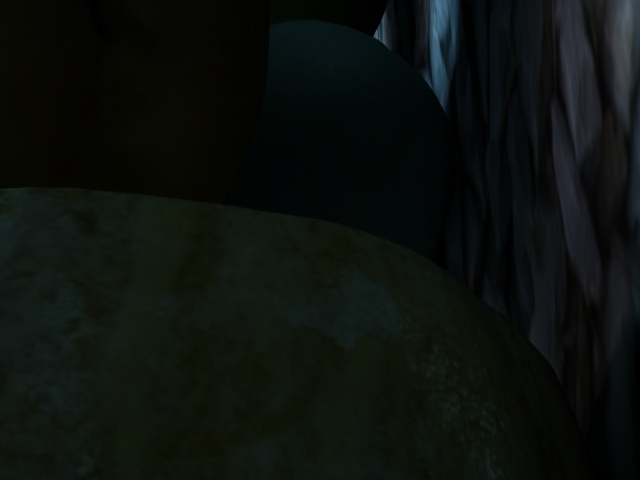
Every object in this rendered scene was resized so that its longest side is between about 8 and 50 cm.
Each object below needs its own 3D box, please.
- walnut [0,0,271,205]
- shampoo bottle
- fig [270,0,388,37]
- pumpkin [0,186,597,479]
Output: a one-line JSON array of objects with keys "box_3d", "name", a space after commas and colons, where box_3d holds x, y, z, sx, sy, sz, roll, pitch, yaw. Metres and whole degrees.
[{"box_3d": [-0.197, -0.080, 0.768, 0.383, 0.383, 0.384, 177, 90, -87], "name": "walnut"}, {"box_3d": [-0.021, -0.002, 0.988, 0.222, 0.151, 0.349, 51, 162, 8], "name": "shampoo bottle"}, {"box_3d": [-0.083, -0.231, 1.139, 0.316, 0.316, 0.316, 177, 90, -87], "name": "fig"}, {"box_3d": [-0.052, 0.124, 0.541, 0.332, 0.332, 0.199, 92, -171, -59], "name": "pumpkin"}]
